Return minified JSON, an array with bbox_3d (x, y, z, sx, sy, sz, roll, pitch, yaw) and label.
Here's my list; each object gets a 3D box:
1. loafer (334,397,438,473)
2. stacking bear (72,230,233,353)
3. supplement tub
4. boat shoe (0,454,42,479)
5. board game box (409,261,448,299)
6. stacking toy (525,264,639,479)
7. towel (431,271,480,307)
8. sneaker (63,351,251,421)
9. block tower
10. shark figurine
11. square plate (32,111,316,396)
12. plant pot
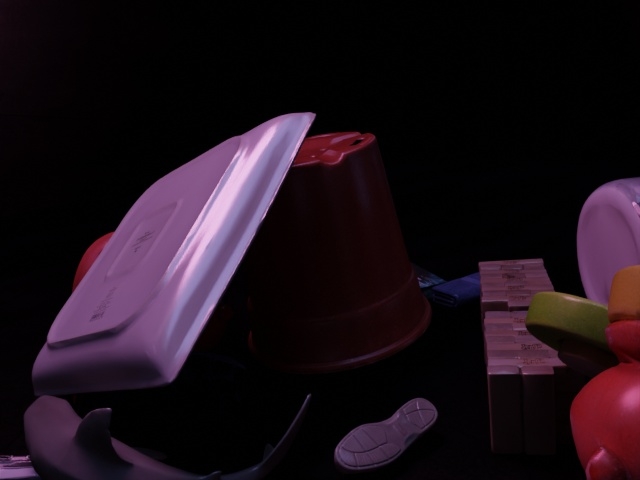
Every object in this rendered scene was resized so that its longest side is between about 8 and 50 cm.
[{"bbox_3d":[0.064,0.199,0.621,0.125,0.039,0.045,-19,53,-33],"label":"loafer"},{"bbox_3d":[-0.238,0.090,0.927,0.175,0.164,0.289,-16,23,-34],"label":"stacking bear"},{"bbox_3d":[0.532,0.008,0.811,0.338,0.207,0.207,-6,15,-3],"label":"supplement tub"},{"bbox_3d":[-0.314,0.232,0.615,0.142,0.049,0.040,2,18,2],"label":"boat shoe"},{"bbox_3d":[0.120,0.069,1.094,0.126,0.026,0.186,-11,16,-16],"label":"board game box"},{"bbox_3d":[0.275,0.148,0.445,0.309,0.130,0.279,28,-9,-5],"label":"stacking toy"},{"bbox_3d":[0.241,0.079,1.004,0.119,0.029,0.067,-13,16,-28],"label":"towel"},{"bbox_3d":[-0.190,0.164,0.760,0.221,0.083,0.087,-2,10,7],"label":"sneaker"},{"bbox_3d":[0.237,0.117,0.743,0.091,0.097,0.335,-2,17,14],"label":"block tower"},{"bbox_3d":[-0.154,0.187,0.557,0.278,0.116,0.166,6,26,2],"label":"shark figurine"},{"bbox_3d":[-0.186,0.012,0.724,0.347,0.049,0.344,-17,39,46],"label":"square plate"},{"bbox_3d":[0.000,0.000,0.881,0.272,0.265,0.272,-11,18,4],"label":"plant pot"}]
